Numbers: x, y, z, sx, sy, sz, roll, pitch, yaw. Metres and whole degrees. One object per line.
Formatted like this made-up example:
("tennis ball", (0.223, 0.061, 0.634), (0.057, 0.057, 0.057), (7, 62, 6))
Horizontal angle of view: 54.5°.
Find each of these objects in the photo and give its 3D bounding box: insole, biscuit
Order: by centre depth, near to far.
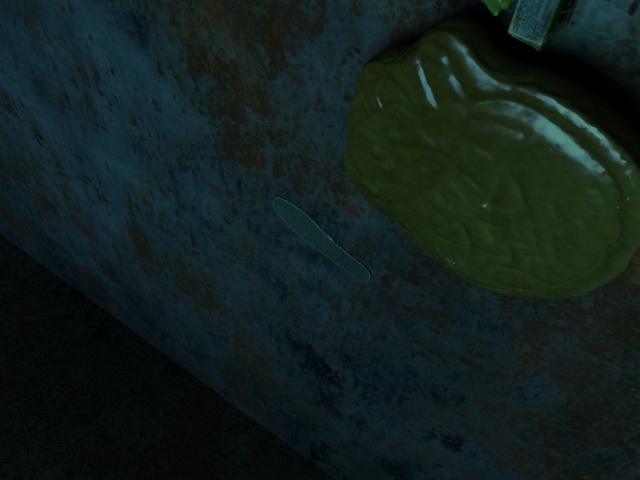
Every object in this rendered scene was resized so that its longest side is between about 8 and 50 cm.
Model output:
("biscuit", (0.179, -0.066, 0.730), (0.365, 0.062, 0.385), (41, 157, 7))
("insole", (0.000, 0.000, 1.132), (0.232, 0.003, 0.080), (40, 150, 0))

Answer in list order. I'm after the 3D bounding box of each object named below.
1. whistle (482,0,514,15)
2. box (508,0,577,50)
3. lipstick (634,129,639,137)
("whistle", (0.114, -0.281, 0.547), (0.198, 0.104, 0.057), (40, 178, -25))
("box", (0.209, -0.258, 0.508), (0.041, 0.050, 0.207), (33, 150, 20))
("lipstick", (0.345, -0.061, 0.620), (0.145, 0.045, 0.045), (33, 147, 14))
